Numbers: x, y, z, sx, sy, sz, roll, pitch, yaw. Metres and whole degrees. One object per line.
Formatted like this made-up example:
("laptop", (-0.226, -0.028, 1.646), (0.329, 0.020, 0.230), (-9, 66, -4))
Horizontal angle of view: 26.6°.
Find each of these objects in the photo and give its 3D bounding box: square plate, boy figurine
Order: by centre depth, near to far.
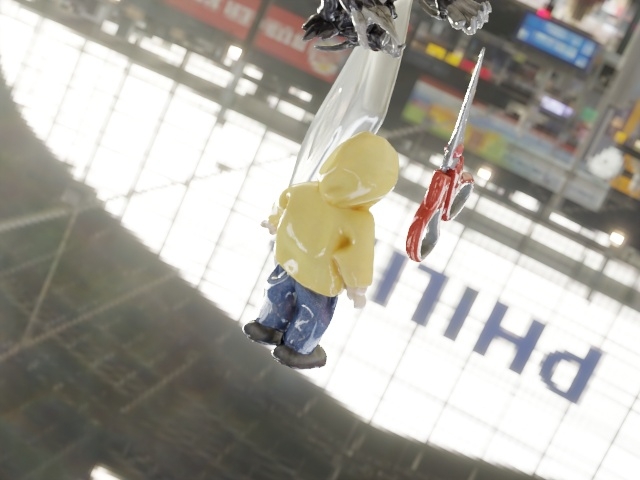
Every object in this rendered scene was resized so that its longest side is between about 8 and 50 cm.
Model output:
("boy figurine", (0.000, 0.000, 1.557), (0.177, 0.285, 0.092), (33, -161, 37))
("square plate", (0.025, -0.158, 1.978), (0.049, 0.347, 0.344), (25, -141, -9))

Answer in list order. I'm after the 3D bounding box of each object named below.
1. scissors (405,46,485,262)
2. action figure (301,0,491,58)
("scissors", (0.120, -0.069, 1.287), (0.021, 0.109, 0.297), (36, 162, 16))
("action figure", (0.079, -0.251, 1.343), (0.164, 0.275, 0.141), (-27, -108, -30))
